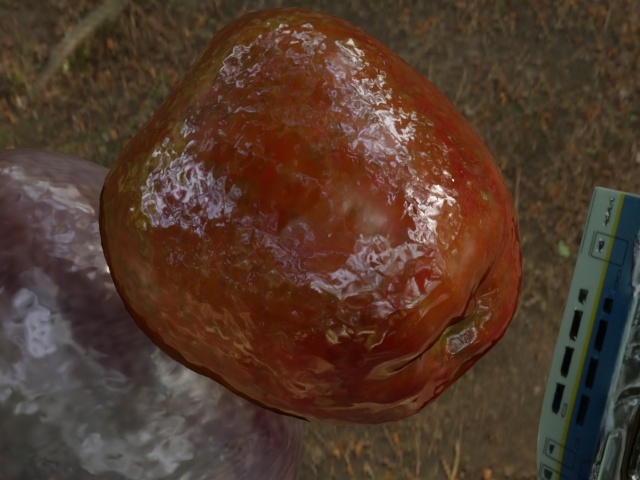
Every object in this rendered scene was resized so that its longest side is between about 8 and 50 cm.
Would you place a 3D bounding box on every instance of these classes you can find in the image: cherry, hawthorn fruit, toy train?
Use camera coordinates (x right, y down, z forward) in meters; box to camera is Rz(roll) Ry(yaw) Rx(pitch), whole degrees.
[{"bbox_3d":[-0.108,0.067,0.627,0.183,0.266,0.213,-33,38,-20],"label":"cherry"},{"bbox_3d":[0.000,0.000,0.448,0.133,0.133,0.138,-32,46,-15],"label":"hawthorn fruit"},{"bbox_3d":[0.130,0.095,0.616,0.052,0.051,0.234,9,98,-29],"label":"toy train"}]
